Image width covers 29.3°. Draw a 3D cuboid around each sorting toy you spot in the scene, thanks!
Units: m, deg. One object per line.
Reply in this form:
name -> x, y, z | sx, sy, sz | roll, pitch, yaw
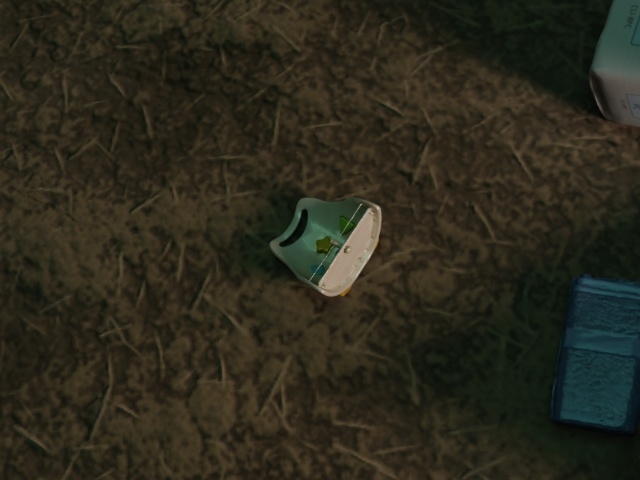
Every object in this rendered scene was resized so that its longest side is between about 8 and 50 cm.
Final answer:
sorting toy -> 0.000, 0.000, 0.984 | 0.075, 0.045, 0.083 | 28, 75, 26

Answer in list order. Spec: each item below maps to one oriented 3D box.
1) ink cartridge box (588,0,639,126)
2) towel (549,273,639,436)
ink cartridge box -> 0.433, -0.212, 0.926 | 0.385, 0.091, 0.308 | 12, 69, 29
towel -> 0.212, 0.086, 0.917 | 0.067, 0.029, 0.119 | 9, 69, 13
